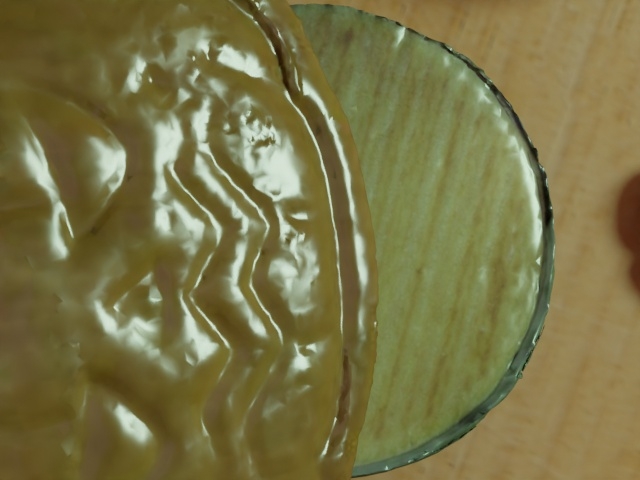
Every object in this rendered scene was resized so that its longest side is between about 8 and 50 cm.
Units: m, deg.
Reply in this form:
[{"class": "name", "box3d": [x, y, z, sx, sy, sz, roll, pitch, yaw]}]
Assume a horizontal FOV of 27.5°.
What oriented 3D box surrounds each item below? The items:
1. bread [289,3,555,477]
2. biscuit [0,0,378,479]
[{"class": "bread", "box3d": [0.000, 0.000, 0.715, 0.267, 0.040, 0.266, 0, 87, -9]}, {"class": "biscuit", "box3d": [-0.139, 0.028, 0.595, 0.365, 0.062, 0.385, -10, 92, -24]}]
